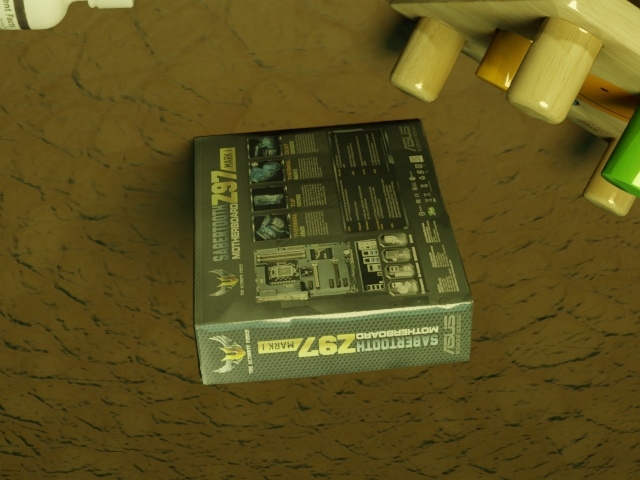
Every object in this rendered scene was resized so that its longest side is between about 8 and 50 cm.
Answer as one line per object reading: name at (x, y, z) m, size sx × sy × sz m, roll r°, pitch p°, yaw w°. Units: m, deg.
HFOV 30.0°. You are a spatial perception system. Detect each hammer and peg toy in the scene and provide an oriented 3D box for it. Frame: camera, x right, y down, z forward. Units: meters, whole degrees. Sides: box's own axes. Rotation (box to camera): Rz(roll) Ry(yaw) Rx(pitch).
hammer and peg toy at (0.234, -0.077, 0.803) m, size 0.361 × 0.266 × 0.127 m, roll 28°, pitch 91°, yaw -21°

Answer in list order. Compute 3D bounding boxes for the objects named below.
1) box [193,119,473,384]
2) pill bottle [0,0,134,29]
box at (0.000, 0.000, 0.865) m, size 0.184 × 0.232 × 0.059 m, roll -5°, pitch 126°, yaw -3°
pill bottle at (-0.216, -0.187, 0.752) m, size 0.194 × 0.108 × 0.108 m, roll -1°, pitch 132°, yaw -7°
